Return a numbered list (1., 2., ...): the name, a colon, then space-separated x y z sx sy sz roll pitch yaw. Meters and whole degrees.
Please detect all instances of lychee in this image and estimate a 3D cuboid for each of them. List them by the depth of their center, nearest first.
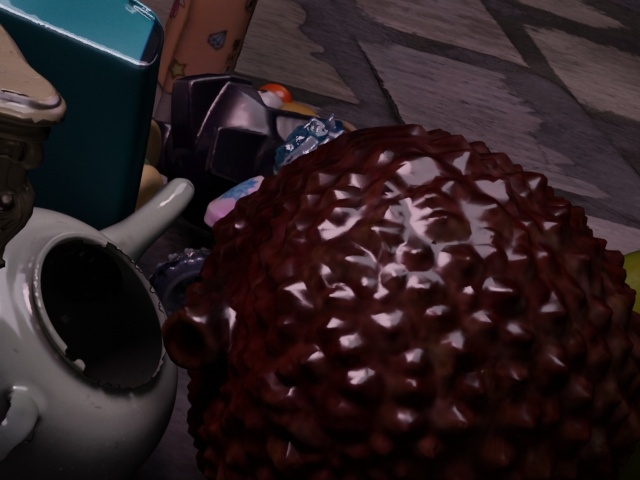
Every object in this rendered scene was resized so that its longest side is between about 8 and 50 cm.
1. lychee: 0.053 0.074 1.088 0.330 0.306 0.306 13 23 -23

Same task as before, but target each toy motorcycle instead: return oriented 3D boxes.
1. toy motorcycle: 0.002 0.003 1.339 0.239 0.204 0.108 6 23 -36

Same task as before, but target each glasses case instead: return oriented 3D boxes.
1. glasses case: -0.177 -0.053 1.192 0.117 0.301 0.070 24 48 4

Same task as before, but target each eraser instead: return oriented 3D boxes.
1. eraser: -0.102 -0.267 1.752 0.087 0.290 0.171 18 23 -7

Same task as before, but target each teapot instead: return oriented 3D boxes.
1. teapot: -0.171 0.067 1.067 0.193 0.129 0.294 48 34 -14

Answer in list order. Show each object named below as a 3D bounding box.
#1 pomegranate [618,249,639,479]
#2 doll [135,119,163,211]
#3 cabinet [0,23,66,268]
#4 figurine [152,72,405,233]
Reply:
1. pomegranate: 0.275 0.133 1.249 0.260 0.260 0.340 21 25 1
2. doll: -0.264 -0.076 1.368 0.271 0.144 0.208 5 37 -19
3. cabinet: -0.333 0.012 0.877 0.290 0.318 0.227 6 25 -34
4. figurine: -0.017 -0.053 1.483 0.309 0.308 0.143 6 64 -33
